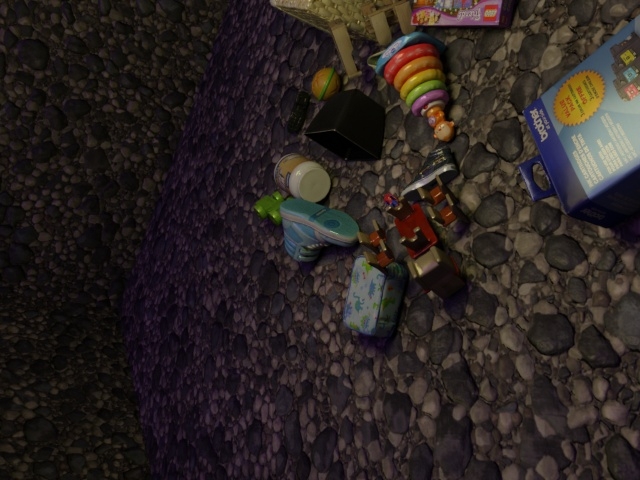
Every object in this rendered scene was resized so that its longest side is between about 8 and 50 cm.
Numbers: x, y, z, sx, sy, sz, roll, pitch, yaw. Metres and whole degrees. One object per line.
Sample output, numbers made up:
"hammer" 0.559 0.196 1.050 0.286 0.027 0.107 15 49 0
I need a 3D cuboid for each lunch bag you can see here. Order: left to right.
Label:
"lunch bag" 0.148 0.154 1.637 0.176 0.090 0.219 8 86 57

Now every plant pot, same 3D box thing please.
"plant pot" 0.095 -0.368 1.841 0.187 0.188 0.167 10 75 58

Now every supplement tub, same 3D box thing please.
"supplement tub" -0.064 -0.218 2.048 0.199 0.144 0.144 36 109 56

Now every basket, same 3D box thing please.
"basket" 0.063 -0.862 1.915 0.266 0.331 0.328 39 112 53

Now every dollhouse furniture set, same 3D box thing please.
"dollhouse furniture set" 0.166 -0.626 1.787 0.242 0.161 0.212 -21 31 5
"dollhouse furniture set" 0.257 0.011 1.474 0.262 0.135 0.259 -37 44 20

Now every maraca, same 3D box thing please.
"maraca" 0.018 -0.558 2.096 0.127 0.099 0.186 -62 9 8

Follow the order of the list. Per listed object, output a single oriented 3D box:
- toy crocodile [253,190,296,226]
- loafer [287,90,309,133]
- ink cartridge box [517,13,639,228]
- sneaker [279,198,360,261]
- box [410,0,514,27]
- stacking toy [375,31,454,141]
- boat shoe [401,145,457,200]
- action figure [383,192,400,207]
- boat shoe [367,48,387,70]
"toy crocodile" -0.157 -0.105 2.203 0.115 0.105 0.340 -38 28 -16
"loafer" -0.087 -0.497 2.279 0.061 0.062 0.170 -124 55 -77
"ink cartridge box" 0.558 -0.208 1.081 0.395 0.151 0.270 -44 44 43
"sneaker" 0.000 0.000 1.920 0.319 0.127 0.208 26 129 38
"box" 0.374 -0.662 1.524 0.293 0.057 0.201 22 112 47
"stacking toy" 0.288 -0.397 1.594 0.175 0.166 0.302 -35 65 39
"boat shoe" 0.288 -0.177 1.570 0.183 0.065 0.083 -32 51 40
"action figure" 0.210 -0.106 1.692 0.038 0.030 0.115 -57 32 20
"boat shoe" 0.226 -0.548 1.781 0.226 0.076 0.083 -1 79 57
